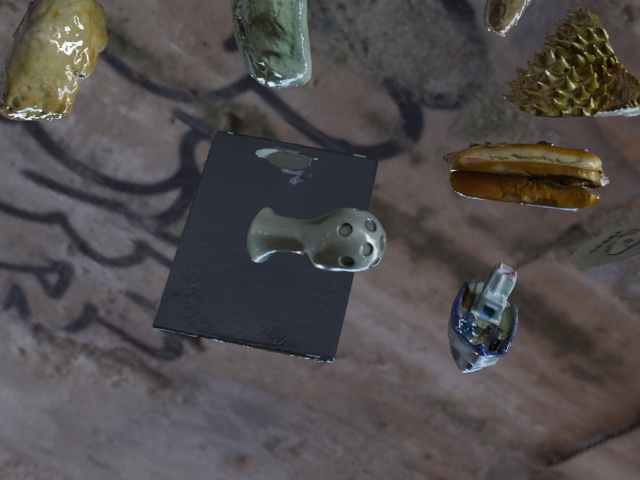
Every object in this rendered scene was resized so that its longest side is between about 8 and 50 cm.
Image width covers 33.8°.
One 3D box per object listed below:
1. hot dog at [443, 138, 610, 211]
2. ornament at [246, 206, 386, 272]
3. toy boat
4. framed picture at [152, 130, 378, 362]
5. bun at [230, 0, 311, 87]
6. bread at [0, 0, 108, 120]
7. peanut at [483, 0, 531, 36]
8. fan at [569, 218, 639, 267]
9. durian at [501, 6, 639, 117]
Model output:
[{"bbox_3d":[0.325,-0.108,1.683,0.072,0.269,0.109,-64,158,-50],"label":"hot dog"},{"bbox_3d":[0.000,0.000,1.186,0.156,0.081,0.075,3,-142,27],"label":"ornament"},{"bbox_3d":[0.278,0.122,1.754,0.262,0.114,0.115,-64,177,-52],"label":"toy boat"},{"bbox_3d":[-0.067,-0.001,1.435,0.013,0.244,0.324,91,11,-59],"label":"framed picture"},{"bbox_3d":[-0.076,-0.335,1.567,0.221,0.108,0.221,173,-90,-83],"label":"bun"},{"bbox_3d":[-0.412,-0.290,1.636,0.244,0.134,0.244,-53,-160,29],"label":"bread"},{"bbox_3d":[0.367,-0.503,2.066,0.099,0.099,0.214,-70,158,-48],"label":"peanut"},{"bbox_3d":[0.513,-0.010,1.584,0.190,0.009,0.329,-30,-170,-28],"label":"fan"},{"bbox_3d":[0.391,-0.253,1.691,0.195,0.186,0.305,-20,-155,6],"label":"durian"}]
